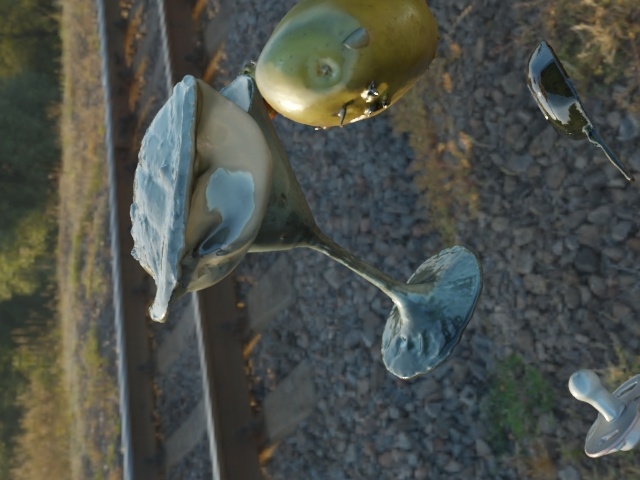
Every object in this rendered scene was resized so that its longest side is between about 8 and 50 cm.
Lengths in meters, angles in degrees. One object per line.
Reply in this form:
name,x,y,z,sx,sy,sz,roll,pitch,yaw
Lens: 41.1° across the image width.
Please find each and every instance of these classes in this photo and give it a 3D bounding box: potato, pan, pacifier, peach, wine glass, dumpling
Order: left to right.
dumpling,-0.087,-0.022,0.604,0.176,0.092,0.150,-43,38,46
peach,-0.089,-0.219,1.277,0.098,0.061,0.098,-22,61,45
wine glass,0.000,0.000,1.108,0.267,0.406,0.267,-48,23,29
potato,0.031,-0.192,0.863,0.173,0.140,0.300,-30,13,23
pan,0.290,-0.152,1.005,0.048,0.128,0.202,-33,31,20
pacifier,0.256,0.150,0.776,0.099,0.078,0.081,-49,-1,-43
